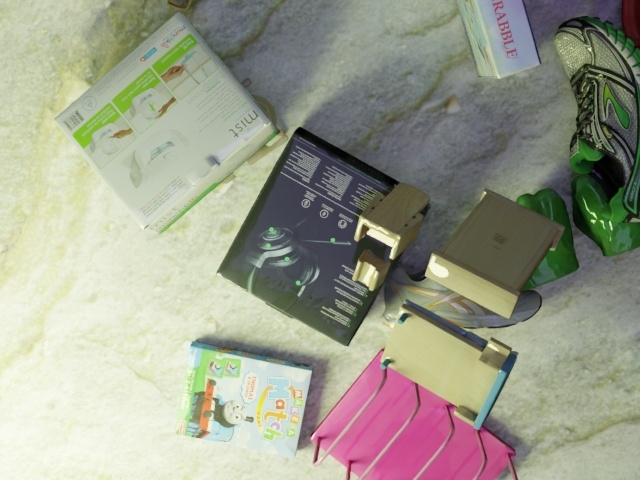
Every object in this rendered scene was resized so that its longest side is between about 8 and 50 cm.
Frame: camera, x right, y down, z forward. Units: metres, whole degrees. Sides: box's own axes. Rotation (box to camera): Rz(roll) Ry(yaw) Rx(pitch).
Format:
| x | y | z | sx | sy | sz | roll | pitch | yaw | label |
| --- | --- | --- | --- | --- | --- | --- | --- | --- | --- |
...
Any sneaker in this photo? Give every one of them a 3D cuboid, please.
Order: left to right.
| x | y | z | sx | sy | sz | roll | pitch | yaw | label |
| --- | --- | --- | --- | --- | --- | --- | --- | --- | --- |
| 0.229 | 0.081 | 1.798 | 0.262 | 0.099 | 0.121 | -3 | 94 | 3 | sneaker |
| 0.436 | -0.187 | 1.676 | 0.146 | 0.134 | 0.343 | -18 | 73 | -11 | sneaker |

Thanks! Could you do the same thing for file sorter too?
| x | y | z | sx | sy | sz | roll | pitch | yaw | label |
| --- | --- | --- | --- | --- | --- | --- | --- | --- | --- |
| 0.153 | 0.360 | 1.799 | 0.290 | 0.182 | 0.202 | 38 | 99 | -3 | file sorter |

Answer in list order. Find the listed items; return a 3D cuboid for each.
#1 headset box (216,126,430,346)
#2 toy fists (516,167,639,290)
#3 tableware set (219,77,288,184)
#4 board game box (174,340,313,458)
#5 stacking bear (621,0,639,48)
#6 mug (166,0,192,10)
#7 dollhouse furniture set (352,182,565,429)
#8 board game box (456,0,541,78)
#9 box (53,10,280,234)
| x | y | z | sx | sy | sz | roll | pitch | yaw | label |
| --- | --- | --- | --- | --- | --- | --- | --- | --- | --- |
| 0.000 | 0.000 | 1.778 | 0.246 | 0.131 | 0.283 | 28 | 99 | -2 | headset box |
| 0.407 | -0.033 | 1.763 | 0.279 | 0.096 | 0.142 | -21 | 95 | 2 | toy fists |
| -0.157 | -0.163 | 1.811 | 0.194 | 0.039 | 0.128 | -33 | 85 | 2 | tableware set |
| -0.130 | 0.271 | 1.875 | 0.211 | 0.039 | 0.160 | 11 | 99 | 1 | board game box |
| 0.624 | -0.358 | 1.675 | 0.289 | 0.164 | 0.175 | -1 | 65 | -7 | stacking bear |
| -0.216 | -0.414 | 1.772 | 0.064 | 0.078 | 0.062 | 19 | 67 | -8 | mug |
| 0.195 | 0.089 | 1.713 | 0.286 | 0.198 | 0.303 | 28 | 132 | 16 | dollhouse furniture set |
| 0.229 | -0.397 | 1.609 | 0.066 | 0.318 | 0.319 | -16 | 98 | 5 | board game box |
| -0.237 | -0.180 | 1.734 | 0.262 | 0.127 | 0.231 | -41 | 85 | 2 | box |
